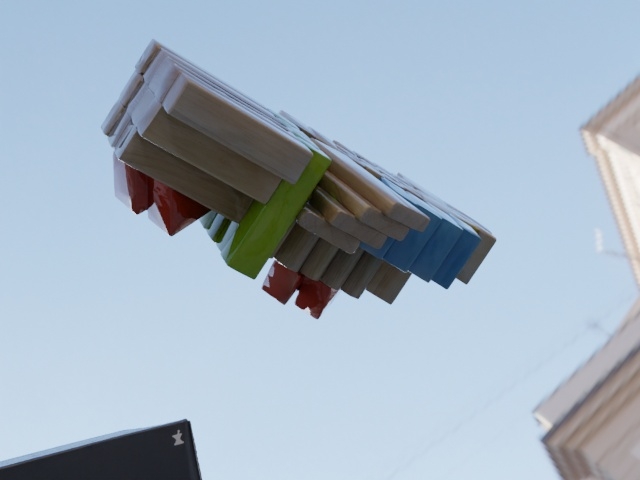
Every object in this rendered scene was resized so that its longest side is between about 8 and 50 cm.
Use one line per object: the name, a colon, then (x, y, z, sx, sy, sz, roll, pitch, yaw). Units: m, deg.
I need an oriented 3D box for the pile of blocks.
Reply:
pile of blocks: (0.000, 0.000, 0.806, 0.362, 0.149, 0.113, 23, -77, -49)

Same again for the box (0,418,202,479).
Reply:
box: (-0.233, 0.214, 0.938, 0.261, 0.184, 0.103, -12, -98, -25)
